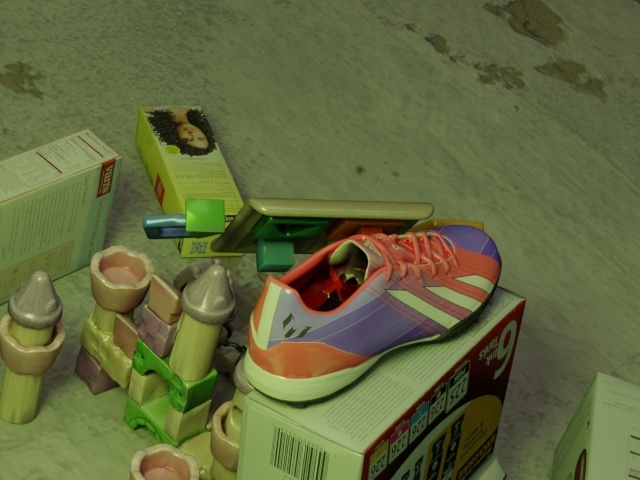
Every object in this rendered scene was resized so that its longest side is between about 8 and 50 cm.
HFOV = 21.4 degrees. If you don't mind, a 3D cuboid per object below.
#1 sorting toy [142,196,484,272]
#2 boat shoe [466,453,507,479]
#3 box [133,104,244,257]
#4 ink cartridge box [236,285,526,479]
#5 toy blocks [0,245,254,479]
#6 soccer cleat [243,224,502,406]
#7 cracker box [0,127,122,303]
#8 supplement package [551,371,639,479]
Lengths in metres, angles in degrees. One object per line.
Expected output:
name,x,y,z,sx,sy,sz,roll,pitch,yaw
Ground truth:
sorting toy,0.000,0.000,1.664,0.347,0.196,0.047,1,78,-16
boat shoe,0.120,0.314,1.686,0.088,0.096,0.267,62,34,-9
box,-0.159,-0.076,2.077,0.087,0.058,0.232,-2,43,-24
ink cartridge box,0.053,0.205,1.629,0.130,0.272,0.309,25,38,24
toy blocks,-0.128,0.104,1.700,0.309,0.260,0.288,-22,52,-40
soccer cleat,0.060,0.038,1.528,0.108,0.116,0.318,31,40,33
cracker box,-0.332,-0.015,1.851,0.067,0.156,0.232,39,41,25
supplement package,0.318,0.280,1.764,0.134,0.139,0.244,19,37,-1
